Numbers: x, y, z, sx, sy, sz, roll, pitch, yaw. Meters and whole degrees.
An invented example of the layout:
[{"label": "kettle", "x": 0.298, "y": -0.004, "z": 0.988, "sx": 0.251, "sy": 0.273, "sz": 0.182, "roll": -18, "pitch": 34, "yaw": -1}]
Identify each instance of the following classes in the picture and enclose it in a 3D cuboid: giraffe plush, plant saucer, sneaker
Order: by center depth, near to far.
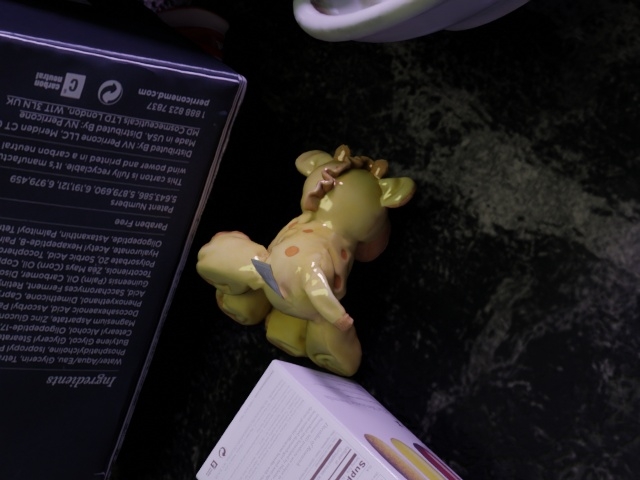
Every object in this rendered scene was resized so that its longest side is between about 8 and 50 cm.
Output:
[{"label": "plant saucer", "x": 0.157, "y": -0.295, "z": 1.178, "sx": 0.400, "sy": 0.100, "sz": 0.400, "roll": -33, "pitch": 26, "yaw": 19}, {"label": "giraffe plush", "x": 0.000, "y": 0.000, "z": 1.234, "sx": 0.181, "sy": 0.210, "sz": 0.170, "roll": 31, "pitch": 69, "yaw": 9}, {"label": "sneaker", "x": -0.206, "y": -0.185, "z": 1.478, "sx": 0.221, "sy": 0.087, "sz": 0.128, "roll": -5, "pitch": 72, "yaw": 37}]

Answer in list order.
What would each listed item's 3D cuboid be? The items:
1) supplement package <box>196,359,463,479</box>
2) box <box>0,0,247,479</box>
[{"label": "supplement package", "x": 0.036, "y": 0.234, "z": 1.139, "sx": 0.244, "sy": 0.139, "sz": 0.134, "roll": 40, "pitch": 101, "yaw": 36}, {"label": "box", "x": -0.372, "y": -0.049, "z": 1.341, "sx": 0.480, "sy": 0.297, "sz": 0.472, "roll": 38, "pitch": 115, "yaw": 46}]
